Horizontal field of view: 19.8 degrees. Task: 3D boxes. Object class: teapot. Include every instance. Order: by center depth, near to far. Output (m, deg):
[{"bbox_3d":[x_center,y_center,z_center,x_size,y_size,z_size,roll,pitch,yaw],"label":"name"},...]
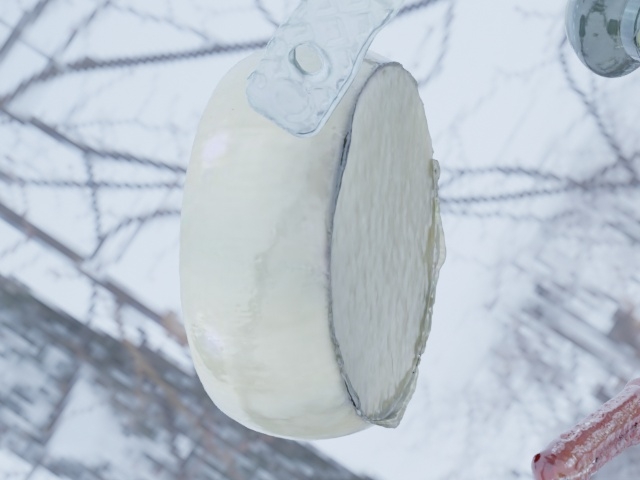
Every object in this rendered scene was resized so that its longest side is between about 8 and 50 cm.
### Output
[{"bbox_3d":[0.340,-0.237,1.928,0.166,0.119,0.130,-21,117,-33],"label":"teapot"}]

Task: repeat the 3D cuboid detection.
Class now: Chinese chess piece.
[{"bbox_3d":[0.000,0.000,1.547,0.338,0.140,0.338,1,90,-71],"label":"Chinese chess piece"}]

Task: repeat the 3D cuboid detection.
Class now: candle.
[{"bbox_3d":[0.255,0.170,1.619,0.048,0.051,0.329,-37,172,27],"label":"candle"}]

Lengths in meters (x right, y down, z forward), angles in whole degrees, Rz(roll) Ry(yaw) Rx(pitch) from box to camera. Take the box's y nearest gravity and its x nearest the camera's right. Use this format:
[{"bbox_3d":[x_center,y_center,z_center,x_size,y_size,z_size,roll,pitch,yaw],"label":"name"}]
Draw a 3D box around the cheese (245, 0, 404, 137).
[{"bbox_3d":[0.039,-0.134,0.669,0.251,0.127,0.054,-58,-177,35],"label":"cheese"}]
